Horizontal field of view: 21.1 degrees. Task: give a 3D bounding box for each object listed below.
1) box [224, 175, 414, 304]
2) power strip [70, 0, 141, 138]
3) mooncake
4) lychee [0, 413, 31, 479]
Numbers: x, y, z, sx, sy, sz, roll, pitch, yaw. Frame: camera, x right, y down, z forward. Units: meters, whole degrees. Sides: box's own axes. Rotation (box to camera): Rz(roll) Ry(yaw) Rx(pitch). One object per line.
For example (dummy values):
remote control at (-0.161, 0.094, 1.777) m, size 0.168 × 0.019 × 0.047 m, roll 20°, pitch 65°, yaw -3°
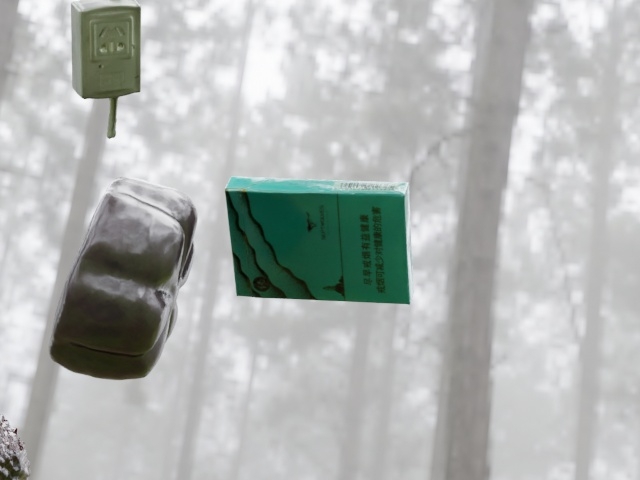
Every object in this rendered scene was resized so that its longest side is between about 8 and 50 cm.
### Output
box at (0.000, 0.000, 2.135) m, size 0.226 × 0.042 × 0.160 m, roll 2°, pitch -60°, yaw 12°
power strip at (-0.243, -0.198, 1.951) m, size 0.075 × 0.175 × 0.042 m, roll -10°, pitch 28°, yaw -23°
mooncake at (-0.232, 0.048, 2.028) m, size 0.133 × 0.244 × 0.245 m, roll 15°, pitch -24°, yaw 2°
lychee at (-0.368, 0.230, 1.638) m, size 0.188 × 0.188 × 0.188 m, roll 7°, pitch -24°, yaw 3°
